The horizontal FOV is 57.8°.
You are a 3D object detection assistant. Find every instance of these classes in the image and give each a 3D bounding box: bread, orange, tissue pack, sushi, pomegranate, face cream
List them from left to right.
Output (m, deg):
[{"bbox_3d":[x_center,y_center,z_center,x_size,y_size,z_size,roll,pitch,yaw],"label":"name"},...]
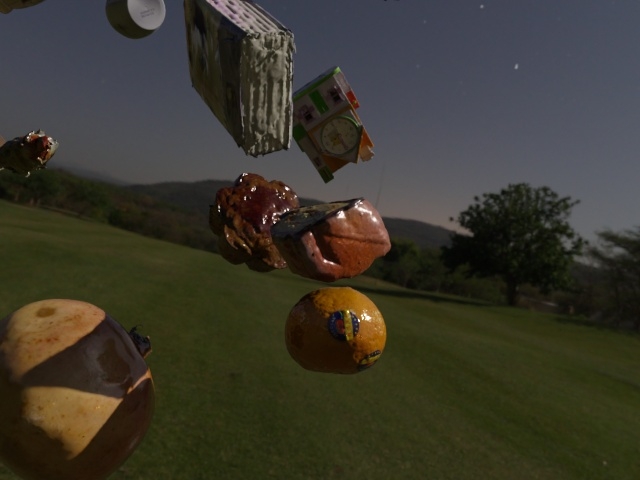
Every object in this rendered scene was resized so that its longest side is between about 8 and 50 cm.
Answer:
[{"bbox_3d":[-0.730,-0.217,1.455,0.225,0.097,0.103,-7,25,36],"label":"sushi"},{"bbox_3d":[-0.440,0.260,1.037,0.337,0.339,0.338,14,-2,0],"label":"pomegranate"},{"bbox_3d":[-0.407,-0.507,1.276,0.104,0.117,0.117,12,-3,44],"label":"face cream"},{"bbox_3d":[-0.169,-0.354,1.162,0.125,0.243,0.344,-15,42,-21],"label":"tissue pack"},{"bbox_3d":[-0.153,-0.050,1.377,0.232,0.247,0.135,29,-38,-20],"label":"bread"},{"bbox_3d":[0.011,-0.005,1.049,0.190,0.123,0.244,-26,14,-16],"label":"bread"},{"bbox_3d":[0.026,0.158,1.012,0.177,0.155,0.177,-8,-16,-2],"label":"orange"}]

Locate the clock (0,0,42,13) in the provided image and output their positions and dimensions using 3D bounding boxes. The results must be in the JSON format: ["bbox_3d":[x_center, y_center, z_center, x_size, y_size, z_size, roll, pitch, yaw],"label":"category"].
[{"bbox_3d":[-0.837,-0.854,1.710,0.341,0.326,0.184,0,-31,27],"label":"clock"}]

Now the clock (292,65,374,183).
[{"bbox_3d":[0.034,-0.352,1.826,0.310,0.235,0.166,55,4,-19],"label":"clock"}]

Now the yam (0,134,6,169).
[{"bbox_3d":[-0.878,-0.255,1.539,0.127,0.084,0.084,42,7,16],"label":"yam"}]
